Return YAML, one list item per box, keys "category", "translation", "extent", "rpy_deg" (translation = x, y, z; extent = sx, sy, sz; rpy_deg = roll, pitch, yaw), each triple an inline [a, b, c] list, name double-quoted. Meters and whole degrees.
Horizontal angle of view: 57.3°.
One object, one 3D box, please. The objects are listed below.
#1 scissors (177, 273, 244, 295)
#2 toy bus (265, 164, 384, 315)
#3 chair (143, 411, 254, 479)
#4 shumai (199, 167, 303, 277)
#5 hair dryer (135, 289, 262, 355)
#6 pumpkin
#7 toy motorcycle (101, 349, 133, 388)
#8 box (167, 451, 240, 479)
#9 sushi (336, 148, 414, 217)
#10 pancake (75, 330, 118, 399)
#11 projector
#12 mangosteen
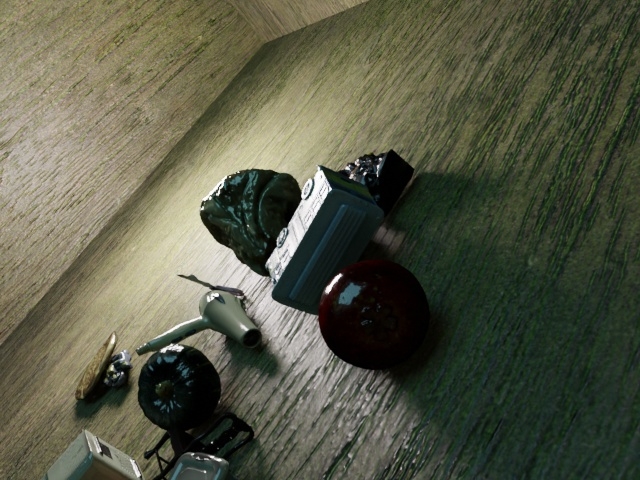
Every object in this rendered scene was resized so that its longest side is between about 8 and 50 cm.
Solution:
- category: "scissors"
  translation: [-0.319, 0.127, 1.675]
  extent: [0.110, 0.212, 0.021]
  rpy_deg: [-13, 59, 44]
- category: "toy bus"
  translation: [0.000, 0.000, 1.401]
  extent: [0.312, 0.152, 0.190]
  rpy_deg: [-60, 24, 20]
- category: "chair"
  translation: [-0.263, 0.448, 1.287]
  extent: [0.229, 0.106, 0.113]
  rpy_deg: [-44, 31, -3]
- category: "shumai"
  translation: [-0.185, -0.020, 1.644]
  extent: [0.304, 0.309, 0.263]
  rpy_deg: [-6, 45, -8]
- category: "hair dryer"
  translation: [-0.284, 0.241, 1.527]
  extent: [0.296, 0.119, 0.298]
  rpy_deg: [5, 31, 40]
- category: "pumpkin"
  translation: [-0.344, 0.357, 1.416]
  extent: [0.211, 0.212, 0.152]
  rpy_deg: [-35, -4, 15]
- category: "toy motorcycle"
  translation: [-0.640, 0.404, 1.858]
  extent: [0.193, 0.061, 0.124]
  rpy_deg: [-12, 48, 55]
- category: "box"
  translation: [-0.245, 0.534, 1.125]
  extent: [0.162, 0.130, 0.227]
  rpy_deg: [-11, 43, 43]
- category: "sushi"
  translation: [0.123, -0.150, 1.541]
  extent: [0.150, 0.153, 0.172]
  rpy_deg: [19, 86, 36]
- category: "pancake"
  translation: [-0.741, 0.413, 1.947]
  extent: [0.250, 0.031, 0.250]
  rpy_deg: [-47, 22, 25]
- category: "projector"
  translation: [-0.561, 0.603, 1.381]
  extent: [0.242, 0.177, 0.163]
  rpy_deg: [-50, 28, -10]
- category: "mangosteen"
  translation: [0.103, 0.143, 1.157]
  extent: [0.215, 0.215, 0.257]
  rpy_deg: [-43, -2, 0]
